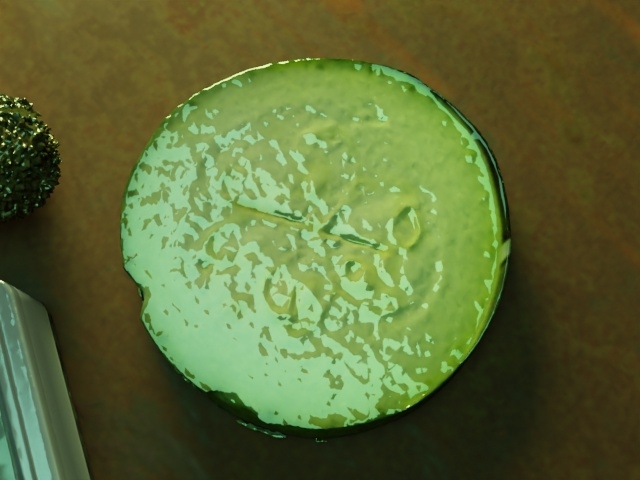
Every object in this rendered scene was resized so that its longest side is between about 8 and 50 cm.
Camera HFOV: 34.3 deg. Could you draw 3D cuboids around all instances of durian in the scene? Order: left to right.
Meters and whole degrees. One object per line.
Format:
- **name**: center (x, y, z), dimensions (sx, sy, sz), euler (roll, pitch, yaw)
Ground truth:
- **durian**: center (-0.189, -0.042, 0.590), dimensions (0.080, 0.080, 0.091), euler (29, 94, 10)

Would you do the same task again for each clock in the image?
- **clock**: center (-0.228, 0.118, 0.545), dimensions (0.193, 0.073, 0.145), euler (-18, 74, -3)

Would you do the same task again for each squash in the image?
- **squash**: center (0.000, 0.001, 0.587), dimensions (0.219, 0.041, 0.219), euler (1, 76, -2)
